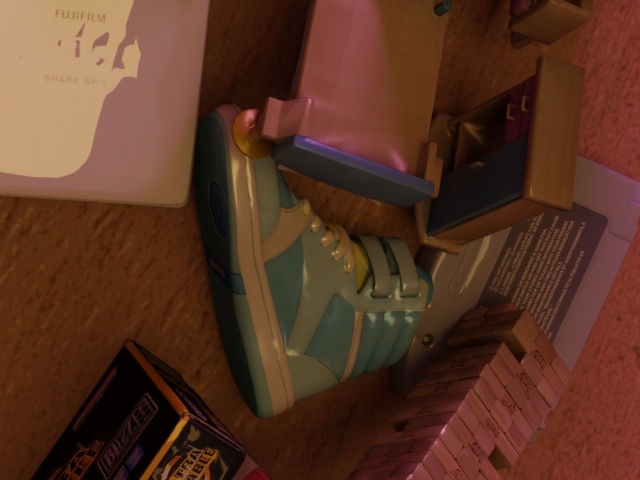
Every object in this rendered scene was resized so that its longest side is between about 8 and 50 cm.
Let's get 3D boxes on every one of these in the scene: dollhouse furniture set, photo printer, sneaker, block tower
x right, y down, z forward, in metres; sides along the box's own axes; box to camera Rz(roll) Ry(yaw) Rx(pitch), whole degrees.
[{"bbox_3d":[0.061,-0.154,1.662,0.303,0.198,0.286,17,70,-24],"label":"dollhouse furniture set"},{"bbox_3d":[-0.224,-0.190,1.625,0.256,0.107,0.308,4,100,-20],"label":"photo printer"},{"bbox_3d":[0.000,0.000,1.728,0.208,0.127,0.319,-16,120,-15],"label":"sneaker"},{"bbox_3d":[0.115,0.194,1.688,0.097,0.091,0.335,54,49,-19],"label":"block tower"}]

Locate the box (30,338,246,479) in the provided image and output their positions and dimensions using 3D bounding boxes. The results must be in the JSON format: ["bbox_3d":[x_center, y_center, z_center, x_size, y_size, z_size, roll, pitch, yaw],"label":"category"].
[{"bbox_3d":[-0.212,0.268,1.647,0.079,0.257,0.322,35,90,-22],"label":"box"}]

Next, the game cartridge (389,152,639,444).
[{"bbox_3d":[0.193,0.042,1.846,0.196,0.060,0.294,24,93,-25],"label":"game cartridge"}]

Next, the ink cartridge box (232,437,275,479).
[{"bbox_3d":[-0.108,0.270,1.703,0.158,0.218,0.092,-46,117,-5],"label":"ink cartridge box"}]
